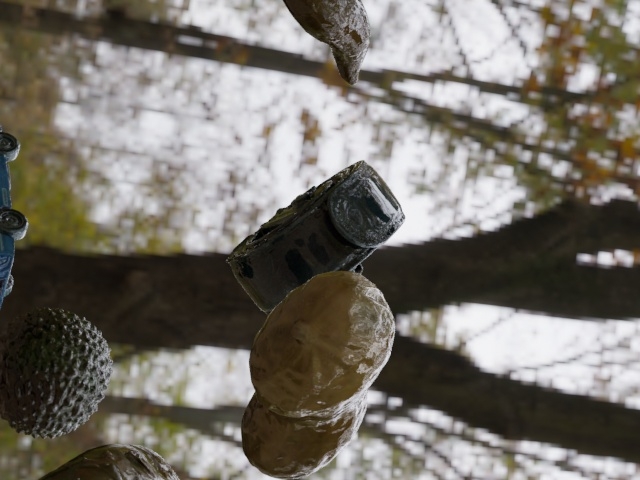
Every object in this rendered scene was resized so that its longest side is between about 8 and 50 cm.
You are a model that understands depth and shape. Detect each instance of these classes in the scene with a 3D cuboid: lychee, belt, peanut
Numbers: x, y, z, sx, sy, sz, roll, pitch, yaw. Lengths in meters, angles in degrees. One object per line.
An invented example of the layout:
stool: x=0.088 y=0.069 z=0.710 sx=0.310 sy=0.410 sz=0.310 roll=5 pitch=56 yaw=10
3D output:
lychee: x=-0.338 y=0.169 z=2.108 sx=0.171 sy=0.171 sz=0.171 roll=-173 pitch=-90 yaw=-67
belt: x=0.000 y=0.000 z=1.959 sx=0.116 sy=0.206 sz=0.267 roll=53 pitch=-9 yaw=-6
peanut: x=-0.008 y=0.119 z=1.432 sx=0.263 sy=0.117 sz=0.101 roll=104 pitch=-22 yaw=-54

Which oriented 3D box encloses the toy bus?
toy bus: x=-0.424 y=-0.034 z=1.982 sx=0.246 sy=0.134 sz=0.113 roll=-107 pitch=-151 yaw=-43

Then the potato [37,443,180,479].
potato: x=-0.197 y=0.286 z=1.632 sx=0.298 sy=0.141 sz=0.176 roll=10 pitch=87 yaw=-71

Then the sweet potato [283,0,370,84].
sweet potato: x=-0.013 y=-0.235 z=1.507 sx=0.059 sy=0.249 sz=0.069 roll=-36 pitch=-148 yaw=5
